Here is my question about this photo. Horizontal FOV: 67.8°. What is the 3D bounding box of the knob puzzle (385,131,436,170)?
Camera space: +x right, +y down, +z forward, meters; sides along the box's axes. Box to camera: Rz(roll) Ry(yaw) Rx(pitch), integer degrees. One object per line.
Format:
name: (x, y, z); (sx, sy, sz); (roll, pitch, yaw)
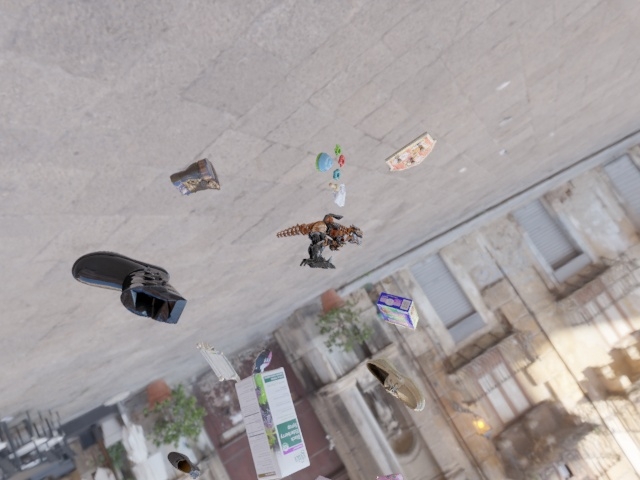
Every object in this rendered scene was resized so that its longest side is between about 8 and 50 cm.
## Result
knob puzzle: (0.334, -0.299, 1.706); (0.213, 0.030, 0.213); (-24, 161, -9)

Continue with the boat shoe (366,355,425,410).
boat shoe: (0.304, 0.595, 1.972); (0.098, 0.302, 0.109); (-2, 120, -36)

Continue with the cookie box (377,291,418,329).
cookie box: (0.209, 0.190, 1.274); (0.040, 0.091, 0.107); (-62, 147, -25)

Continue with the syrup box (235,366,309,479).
syrup box: (-0.118, 0.441, 1.147); (0.093, 0.237, 0.096); (1, 154, -47)

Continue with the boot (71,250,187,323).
boot: (-0.696, 0.165, 1.700); (0.366, 0.146, 0.445); (8, -171, -26)

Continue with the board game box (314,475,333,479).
board game box: (0.058, 0.989, 1.685); (0.318, 0.066, 0.318); (5, -172, 29)

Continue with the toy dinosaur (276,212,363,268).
toy dinosaur: (0.000, 0.000, 1.848); (0.321, 0.219, 0.164); (4, 176, 11)

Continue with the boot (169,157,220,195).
boot: (-0.346, -0.172, 1.332); (0.106, 0.082, 0.219); (-19, 175, -4)

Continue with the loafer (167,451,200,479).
loafer: (-0.562, 0.903, 1.930); (0.062, 0.170, 0.061); (-59, 148, -28)

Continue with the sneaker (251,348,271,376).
sneaker: (-0.304, 0.610, 2.381); (0.178, 0.071, 0.077); (-61, -162, 13)

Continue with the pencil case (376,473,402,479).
pencil case: (0.299, 1.115, 1.959); (0.124, 0.284, 0.124); (-2, 139, -2)

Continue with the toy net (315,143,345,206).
toy net: (0.051, -0.229, 1.724); (0.122, 0.045, 0.232); (-53, 142, -34)

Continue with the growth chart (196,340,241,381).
growth chart: (-0.353, 0.430, 1.672); (0.021, 0.172, 0.237); (-38, 160, -5)
